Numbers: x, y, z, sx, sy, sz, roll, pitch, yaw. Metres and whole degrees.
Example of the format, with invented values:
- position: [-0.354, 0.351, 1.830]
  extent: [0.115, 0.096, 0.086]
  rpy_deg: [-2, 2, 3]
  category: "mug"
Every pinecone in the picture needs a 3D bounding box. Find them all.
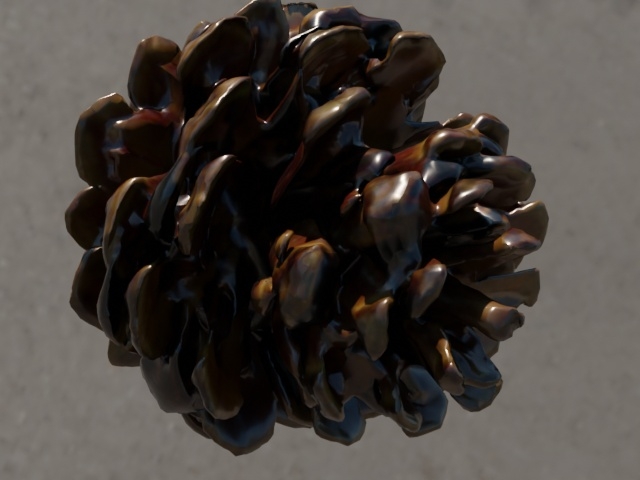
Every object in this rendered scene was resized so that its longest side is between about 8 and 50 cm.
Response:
- position: [0.000, 0.000, 0.668]
  extent: [0.173, 0.173, 0.173]
  rpy_deg: [17, 36, -13]
  category: "pinecone"
